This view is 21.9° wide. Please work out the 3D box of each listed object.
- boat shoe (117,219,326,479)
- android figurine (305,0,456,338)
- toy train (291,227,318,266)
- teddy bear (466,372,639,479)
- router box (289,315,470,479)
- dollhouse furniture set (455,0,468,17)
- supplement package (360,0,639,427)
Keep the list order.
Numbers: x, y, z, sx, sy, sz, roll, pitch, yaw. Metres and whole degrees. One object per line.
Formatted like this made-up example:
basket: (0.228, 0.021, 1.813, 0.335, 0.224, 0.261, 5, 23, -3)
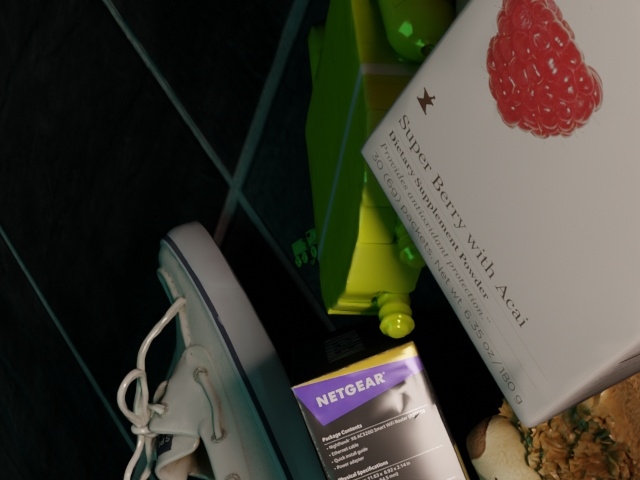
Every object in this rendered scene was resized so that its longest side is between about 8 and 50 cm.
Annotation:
boat shoe: (-0.094, 0.151, 1.324, 0.136, 0.156, 0.367, 75, 170, -59)
android figurine: (0.032, -0.068, 1.013, 0.248, 0.056, 0.273, 102, 165, -45)
toy train: (0.000, 0.000, 1.268, 0.083, 0.017, 0.024, -34, 69, 61)
teddy bear: (0.165, 0.213, 0.943, 0.113, 0.245, 0.338, -12, 111, 29)
router box: (0.060, 0.179, 1.091, 0.309, 0.081, 0.243, -124, 12, -88)
dollhouse furniture set: (0.019, -0.237, 0.802, 0.259, 0.262, 0.135, -49, 23, 46)
supplement package: (0.174, -0.067, 0.762, 0.177, 0.175, 0.293, 60, 150, 14)
